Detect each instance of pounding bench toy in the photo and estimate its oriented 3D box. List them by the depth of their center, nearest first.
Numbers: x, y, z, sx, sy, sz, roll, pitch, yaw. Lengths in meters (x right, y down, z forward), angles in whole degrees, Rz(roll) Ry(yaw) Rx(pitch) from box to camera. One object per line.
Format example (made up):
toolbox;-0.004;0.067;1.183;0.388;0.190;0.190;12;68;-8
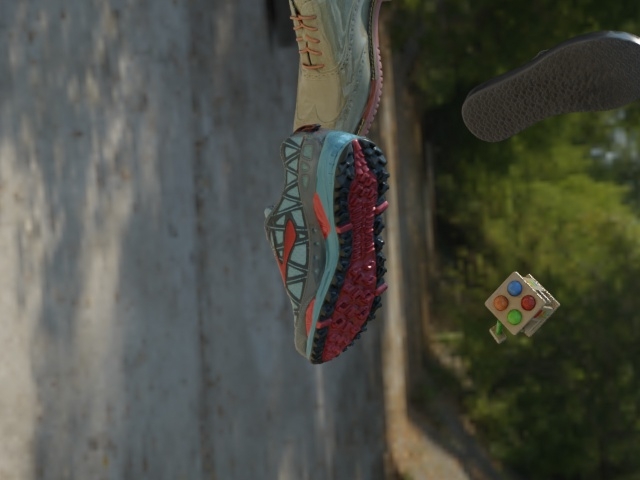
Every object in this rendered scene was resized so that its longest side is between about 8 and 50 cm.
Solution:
pounding bench toy;0.217;0.083;1.761;0.052;0.083;0.065;47;15;21

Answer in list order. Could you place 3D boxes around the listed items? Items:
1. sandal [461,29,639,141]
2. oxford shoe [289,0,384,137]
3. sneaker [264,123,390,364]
sandal;0.282;-0.192;1.843;0.097;0.254;0.054;58;37;-24
oxford shoe;0.001;-0.280;2.176;0.146;0.140;0.397;12;84;-46
sneaker;0.000;0.000;1.625;0.104;0.125;0.262;-17;122;-43
